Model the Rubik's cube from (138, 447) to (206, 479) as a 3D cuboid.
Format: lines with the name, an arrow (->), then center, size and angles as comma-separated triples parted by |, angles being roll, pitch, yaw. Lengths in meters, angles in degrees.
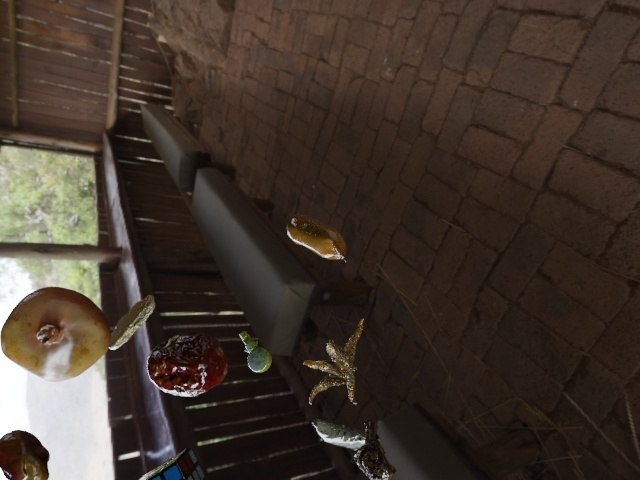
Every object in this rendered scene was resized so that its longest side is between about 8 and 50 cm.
Rubik's cube -> -0.433, 0.735, 1.199 | 0.162, 0.161, 0.163 | 58, 170, 10

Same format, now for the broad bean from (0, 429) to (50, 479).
broad bean -> -0.985, 0.726, 1.373 | 0.229, 0.122, 0.156 | 20, 112, 23

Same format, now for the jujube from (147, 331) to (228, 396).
jujube -> -0.586, 0.549, 1.838 | 0.377, 0.276, 0.276 | -1, 85, 25

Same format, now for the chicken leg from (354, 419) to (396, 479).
chicken leg -> 0.154, 0.626, 1.212 | 0.080, 0.125, 0.196 | -45, 40, 16

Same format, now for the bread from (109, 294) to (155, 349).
bread -> -0.786, 0.334, 1.721 | 0.251, 0.039, 0.182 | -50, 27, -12

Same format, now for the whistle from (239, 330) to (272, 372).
whistle -> -0.284, 0.475, 1.771 | 0.104, 0.057, 0.198 | -42, 63, 2

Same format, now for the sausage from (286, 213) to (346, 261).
sausage -> 0.000, -0.005, 1.413 | 0.328, 0.112, 0.112 | 28, 110, 48

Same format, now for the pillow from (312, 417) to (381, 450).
pillow -> 0.080, 0.661, 1.384 | 0.051, 0.241, 0.093 | -84, 13, -69

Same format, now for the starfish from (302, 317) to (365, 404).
starfish -> 0.062, 0.406, 1.374 | 0.084, 0.294, 0.301 | 9, 84, 39

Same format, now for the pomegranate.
pomegranate -> -0.694, 0.245, 1.087 | 0.252, 0.229, 0.270 | 50, 151, -12
